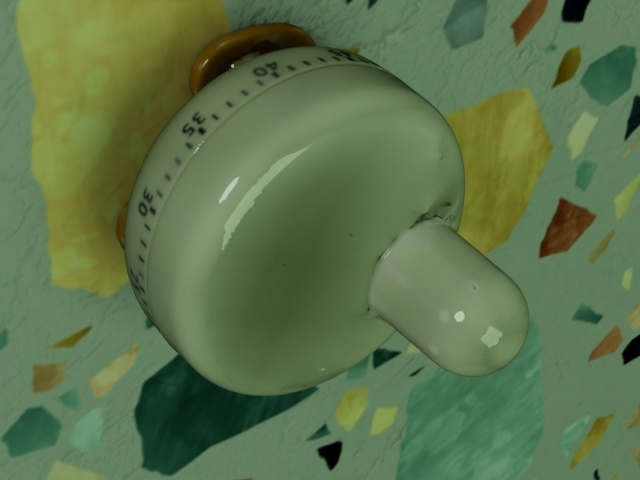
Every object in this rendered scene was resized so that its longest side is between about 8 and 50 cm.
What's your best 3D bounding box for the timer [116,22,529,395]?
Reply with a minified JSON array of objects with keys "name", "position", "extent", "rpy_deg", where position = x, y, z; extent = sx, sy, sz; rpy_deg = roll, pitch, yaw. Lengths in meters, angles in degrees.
[{"name":"timer","position":[0.000,0.000,1.059],"extent":[0.233,0.240,0.233],"rpy_deg":[-25,136,-27]}]
